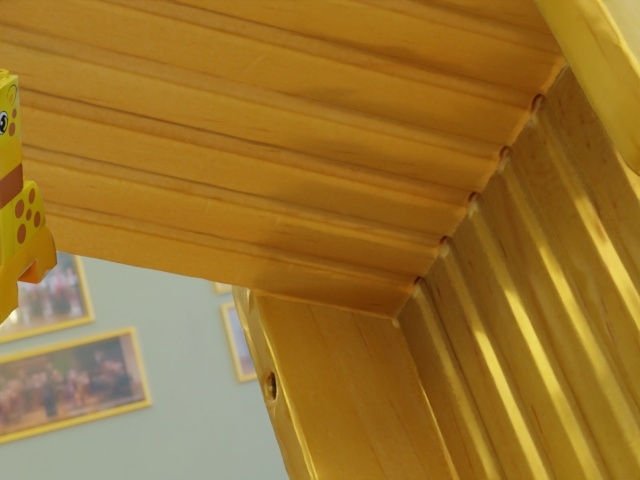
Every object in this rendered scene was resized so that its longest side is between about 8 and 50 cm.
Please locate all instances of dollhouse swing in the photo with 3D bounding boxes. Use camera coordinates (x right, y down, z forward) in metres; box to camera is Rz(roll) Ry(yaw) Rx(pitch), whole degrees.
[{"bbox_3d":[0.000,0.000,0.568,0.304,0.315,0.347,0,-38,-27],"label":"dollhouse swing"}]

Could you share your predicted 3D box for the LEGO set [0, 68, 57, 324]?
[{"bbox_3d":[-0.149,-0.010,0.450,0.087,0.093,0.227,8,26,8],"label":"LEGO set"}]
